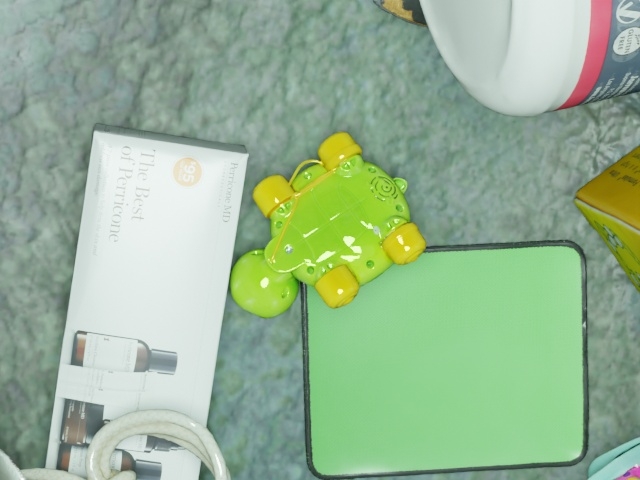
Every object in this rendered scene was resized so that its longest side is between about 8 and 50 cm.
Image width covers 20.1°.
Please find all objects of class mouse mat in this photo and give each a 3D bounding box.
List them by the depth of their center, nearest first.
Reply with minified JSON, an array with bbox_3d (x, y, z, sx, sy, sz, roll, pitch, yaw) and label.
[{"bbox_3d":[0.082,0.078,1.181,0.189,0.007,0.153,-2,98,-7],"label":"mouse mat"}]

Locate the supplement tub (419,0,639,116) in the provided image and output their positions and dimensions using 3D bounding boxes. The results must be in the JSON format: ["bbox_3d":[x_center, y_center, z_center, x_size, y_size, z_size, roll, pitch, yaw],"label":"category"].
[{"bbox_3d":[0.199,-0.183,0.995,0.272,0.191,0.191,-14,100,-15],"label":"supplement tub"}]

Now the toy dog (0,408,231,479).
[{"bbox_3d":[-0.233,0.135,1.037,0.333,0.161,0.220,37,101,6],"label":"toy dog"}]

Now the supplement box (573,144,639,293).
[{"bbox_3d":[0.369,-0.043,1.102,0.356,0.195,0.194,-36,100,0],"label":"supplement box"}]

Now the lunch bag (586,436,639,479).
[{"bbox_3d":[0.230,0.254,1.139,0.223,0.160,0.262,38,104,-10],"label":"lunch bag"}]

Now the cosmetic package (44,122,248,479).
[{"bbox_3d":[-0.110,0.053,1.127,0.098,0.060,0.239,7,97,-9],"label":"cosmetic package"}]

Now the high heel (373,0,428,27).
[{"bbox_3d":[0.097,-0.262,1.087,0.186,0.093,0.261,-19,109,-10],"label":"high heel"}]

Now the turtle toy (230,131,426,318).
[{"bbox_3d":[0.000,0.000,1.127,0.130,0.066,0.095,-33,77,-5],"label":"turtle toy"}]
